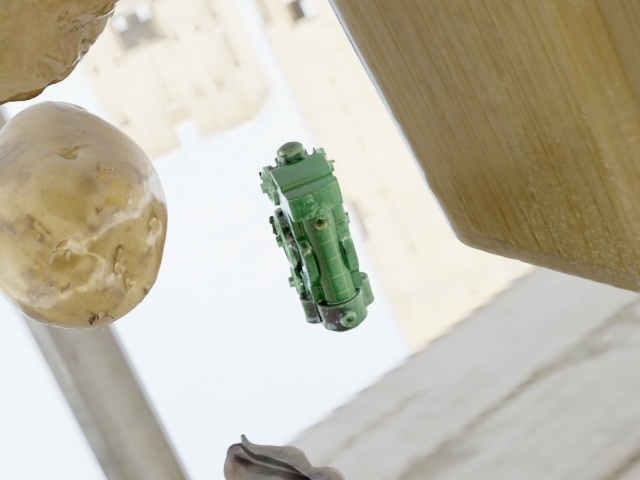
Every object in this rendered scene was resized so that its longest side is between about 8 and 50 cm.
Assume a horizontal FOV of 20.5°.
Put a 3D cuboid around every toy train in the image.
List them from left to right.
[{"bbox_3d":[0.000,0.000,1.549,0.071,0.178,0.105,-20,-147,-7],"label":"toy train"}]

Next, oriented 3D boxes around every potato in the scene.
[{"bbox_3d":[-0.195,-0.030,1.390,0.161,0.128,0.235,12,-142,0],"label":"potato"}]

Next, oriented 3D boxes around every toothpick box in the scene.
[{"bbox_3d":[0.090,-0.139,0.741,0.190,0.308,0.187,15,-123,41],"label":"toothpick box"}]

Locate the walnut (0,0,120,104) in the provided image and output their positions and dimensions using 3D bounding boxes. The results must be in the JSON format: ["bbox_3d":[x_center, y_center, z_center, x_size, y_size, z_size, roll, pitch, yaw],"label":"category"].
[{"bbox_3d":[-0.219,-0.200,1.121,0.225,0.225,0.261,-27,-147,-9],"label":"walnut"}]

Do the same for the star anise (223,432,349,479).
[{"bbox_3d":[0.043,0.173,0.910,0.236,0.229,0.093,22,-101,31],"label":"star anise"}]
